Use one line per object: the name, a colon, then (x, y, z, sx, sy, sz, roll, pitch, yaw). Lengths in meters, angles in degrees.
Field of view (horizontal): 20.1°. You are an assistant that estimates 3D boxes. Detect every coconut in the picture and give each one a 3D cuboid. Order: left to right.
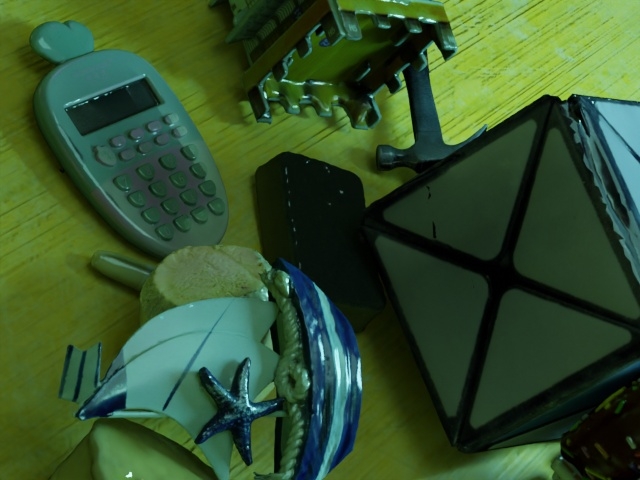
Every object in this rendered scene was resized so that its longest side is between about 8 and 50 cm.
coconut: (-0.106, 0.093, 1.772, 0.147, 0.153, 0.147, 1, 36, -1)

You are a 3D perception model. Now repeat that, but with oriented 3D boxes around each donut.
donut: (0.368, 0.195, 1.897, 0.235, 0.235, 0.089, -5, 60, -43)

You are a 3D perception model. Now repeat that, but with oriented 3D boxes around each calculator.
calculator: (-0.207, -0.107, 1.912, 0.299, 0.041, 0.185, 54, 41, 4)

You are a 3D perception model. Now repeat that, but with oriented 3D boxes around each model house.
model house: (0.012, -0.268, 2.084, 0.198, 0.224, 0.215, -1, 62, -40)

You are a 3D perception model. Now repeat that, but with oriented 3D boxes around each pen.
pen: (-0.132, 0.063, 1.856, 0.233, 0.032, 0.040, 22, 71, -24)

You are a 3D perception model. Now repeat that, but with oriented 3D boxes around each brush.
brush: (0.000, 0.000, 1.992, 0.123, 0.059, 0.197, 14, 52, -36)

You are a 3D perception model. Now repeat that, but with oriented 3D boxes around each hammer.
hammer: (0.127, -0.195, 2.243, 0.137, 0.037, 0.290, 1, 48, -6)

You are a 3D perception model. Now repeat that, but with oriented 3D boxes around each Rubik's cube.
Rubik's cube: (0.276, 0.029, 1.979, 0.307, 0.305, 0.310, -2, 64, -54)

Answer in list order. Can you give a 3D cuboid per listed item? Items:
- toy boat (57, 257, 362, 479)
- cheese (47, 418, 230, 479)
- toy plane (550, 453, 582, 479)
toy boat: (-0.084, 0.147, 1.640, 0.291, 0.070, 0.210, -23, 90, -30)
cheese: (-0.088, 0.351, 1.535, 0.384, 0.104, 0.384, 34, 23, -16)
toy plane: (0.329, 0.337, 1.975, 0.244, 0.117, 0.245, 22, 47, -25)
